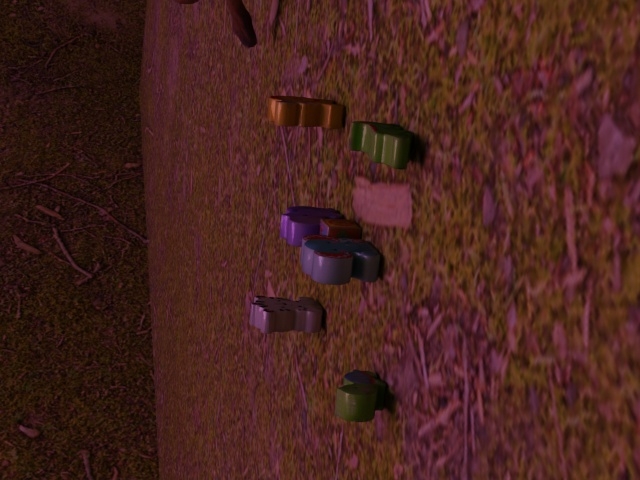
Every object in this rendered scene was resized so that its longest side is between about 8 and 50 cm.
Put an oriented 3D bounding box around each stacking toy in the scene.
[{"bbox_3d":[0.000,0.000,0.656,0.221,0.052,0.167,-136,49,-70],"label":"stacking toy"}]

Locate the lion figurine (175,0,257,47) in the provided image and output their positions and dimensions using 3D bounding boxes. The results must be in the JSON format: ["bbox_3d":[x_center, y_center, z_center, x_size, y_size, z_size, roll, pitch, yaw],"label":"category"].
[{"bbox_3d":[-0.066,-0.383,0.864,0.240,0.142,0.392,162,95,-67],"label":"lion figurine"}]
